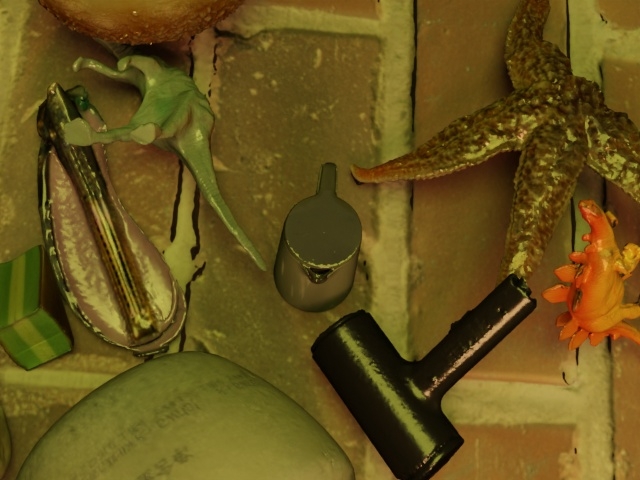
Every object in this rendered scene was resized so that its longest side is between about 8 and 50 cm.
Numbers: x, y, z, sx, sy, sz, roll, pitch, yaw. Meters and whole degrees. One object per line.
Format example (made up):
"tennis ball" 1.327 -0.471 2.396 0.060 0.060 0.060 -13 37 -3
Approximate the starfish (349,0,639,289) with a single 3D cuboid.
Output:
"starfish" 0.263 -0.110 1.296 0.384 0.132 0.398 -36 73 -11

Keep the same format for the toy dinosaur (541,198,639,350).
"toy dinosaur" 0.308 0.069 1.177 0.117 0.288 0.070 -28 39 -3

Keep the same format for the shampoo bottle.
"shampoo bottle" -0.123 0.279 1.008 0.322 0.322 0.317 -37 71 -16

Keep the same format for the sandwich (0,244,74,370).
"sandwich" -0.333 0.077 1.226 0.074 0.074 0.116 -24 40 7

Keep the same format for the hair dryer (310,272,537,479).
"hair dryer" 0.133 0.126 1.166 0.251 0.089 0.197 -42 73 15

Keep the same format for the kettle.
"kettle" 0.004 0.004 1.212 0.098 0.148 0.127 36 70 10

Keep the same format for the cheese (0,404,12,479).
"cheese" -0.435 0.157 1.154 0.159 0.093 0.263 -15 71 -11

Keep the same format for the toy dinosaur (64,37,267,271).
"toy dinosaur" -0.180 -0.127 1.252 0.393 0.092 0.205 42 28 9

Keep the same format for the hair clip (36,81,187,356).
"hair clip" -0.269 -0.024 1.253 0.110 0.095 0.358 -12 77 -40

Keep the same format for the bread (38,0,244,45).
"bread" -0.213 -0.340 1.292 0.305 0.159 0.305 2 35 -1
